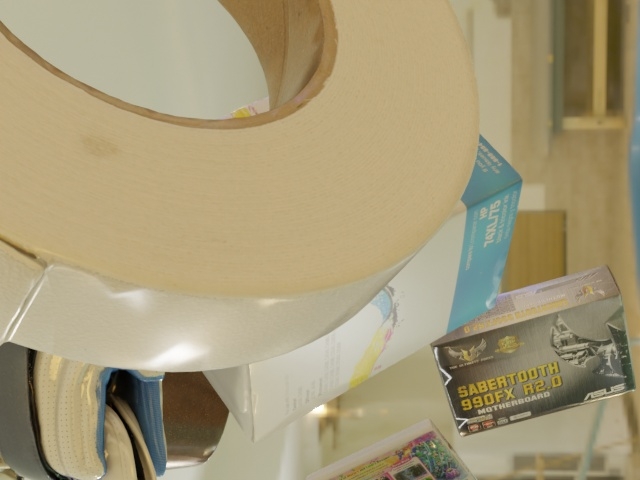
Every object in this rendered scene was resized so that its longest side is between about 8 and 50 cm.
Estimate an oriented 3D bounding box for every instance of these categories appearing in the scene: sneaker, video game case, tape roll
[{"bbox_3d":[-0.234,0.162,0.887,0.130,0.236,0.322,4,-64,-58],"label":"sneaker"},{"bbox_3d":[0.087,0.276,1.301,0.143,0.157,0.019,53,-162,-31],"label":"video game case"},{"bbox_3d":[-0.098,-0.116,0.586,0.072,0.392,0.392,-49,27,44],"label":"tape roll"}]

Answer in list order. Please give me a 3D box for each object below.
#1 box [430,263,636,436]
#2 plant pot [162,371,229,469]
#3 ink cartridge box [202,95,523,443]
[{"bbox_3d":[0.259,0.139,1.433,0.056,0.231,0.183,-100,-7,-48],"label":"box"},{"bbox_3d":[-0.216,0.150,1.203,0.215,0.230,0.215,-50,29,42],"label":"plant pot"},{"bbox_3d":[0.000,0.000,1.026,0.198,0.270,0.197,50,157,30],"label":"ink cartridge box"}]
